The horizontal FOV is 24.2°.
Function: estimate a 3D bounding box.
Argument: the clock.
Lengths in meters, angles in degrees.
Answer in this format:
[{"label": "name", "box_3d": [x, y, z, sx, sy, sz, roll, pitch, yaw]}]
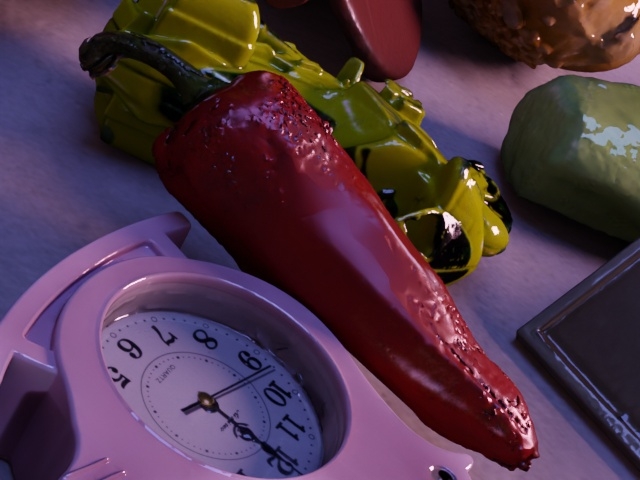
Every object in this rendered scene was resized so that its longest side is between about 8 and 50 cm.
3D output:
[{"label": "clock", "box_3d": [-0.068, 0.129, 0.805, 0.275, 0.080, 0.290, 37, 34, 9]}]

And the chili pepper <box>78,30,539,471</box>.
[{"label": "chili pepper", "box_3d": [0.000, 0.000, 0.939, 0.387, 0.110, 0.110, 48, 33, -3]}]

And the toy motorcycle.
[{"label": "toy motorcycle", "box_3d": [-0.004, -0.064, 1.069, 0.342, 0.142, 0.206, 30, 15, -11]}]

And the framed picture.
[{"label": "framed picture", "box_3d": [0.330, 0.110, 1.081, 0.232, 0.024, 0.315, -35, 64, -12]}]

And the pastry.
[{"label": "pastry", "box_3d": [0.201, -0.288, 1.471, 0.284, 0.184, 0.316, 43, 25, -39]}]

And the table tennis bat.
[{"label": "table tennis bat", "box_3d": [0.025, -0.255, 1.254, 0.415, 0.051, 0.268, -51, 129, -66]}]

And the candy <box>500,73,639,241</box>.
[{"label": "candy", "box_3d": [0.330, -0.039, 1.319, 0.343, 0.132, 0.142, 18, 59, -17]}]
